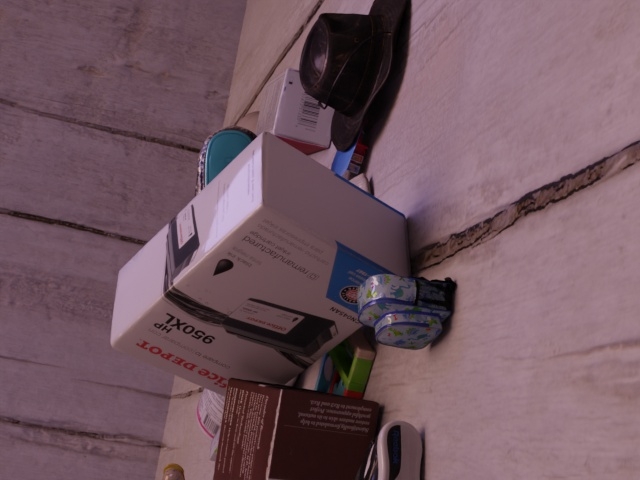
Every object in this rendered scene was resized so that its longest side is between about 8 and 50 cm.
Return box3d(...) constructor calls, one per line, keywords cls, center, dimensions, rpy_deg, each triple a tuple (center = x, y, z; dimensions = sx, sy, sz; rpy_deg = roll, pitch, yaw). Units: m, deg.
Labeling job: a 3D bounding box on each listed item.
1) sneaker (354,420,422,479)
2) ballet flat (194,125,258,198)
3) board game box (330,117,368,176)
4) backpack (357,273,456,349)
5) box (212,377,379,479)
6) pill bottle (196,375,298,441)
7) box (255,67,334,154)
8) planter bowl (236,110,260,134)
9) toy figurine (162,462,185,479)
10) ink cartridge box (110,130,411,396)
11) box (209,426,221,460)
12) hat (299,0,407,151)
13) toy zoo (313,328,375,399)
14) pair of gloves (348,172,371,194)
box3d(cls="sneaker", center=(0.082, 0.353, 1.479), dimensions=(0.121, 0.079, 0.216), rpy_deg=(116, 170, -53))
box3d(cls="ballet flat", center=(-0.168, 0.032, 2.107), dimensions=(0.182, 0.164, 0.482), rpy_deg=(83, -170, -71))
box3d(cls="board game box", center=(0.067, -0.180, 2.119), dimensions=(0.133, 0.033, 0.168), rpy_deg=(-160, 90, -77))
box3d(cls="backpack", center=(0.107, 0.093, 1.515), dimensions=(0.105, 0.114, 0.084), rpy_deg=(127, 153, -58))
box3d(cls="box", center=(-0.041, 0.305, 1.718), dimensions=(0.203, 0.169, 0.167), rpy_deg=(-4, 75, 63))
box3d(cls="pill bottle", center=(-0.132, 0.267, 2.230), dimensions=(0.160, 0.160, 0.283), rpy_deg=(-93, 21, -48))
box3d(cls="box", center=(-0.052, -0.274, 2.485), dimensions=(0.232, 0.127, 0.148), rpy_deg=(180, 102, -77))
box3d(cls="planter bowl", center=(-0.110, -0.221, 2.661), dimensions=(0.109, 0.162, 0.162), rpy_deg=(6, 83, 49))
box3d(cls="toy figurine", center=(-0.292, 0.608, 2.476), dimensions=(0.148, 0.213, 0.209), rpy_deg=(-68, 4, -54))
box3d(cls="ink cartridge box", center=(-0.097, 0.062, 1.760), dimensions=(0.395, 0.286, 0.166), rpy_deg=(-41, 34, 33))
box3d(cls="box", center=(-0.096, 0.334, 1.920), dimensions=(0.186, 0.145, 0.038), rpy_deg=(123, 158, -54))
box3d(cls="hat", center=(0.037, -0.337, 2.106), dimensions=(0.331, 0.134, 0.331), rpy_deg=(-161, 90, -78))
box3d(cls="toy zoo", center=(0.017, 0.283, 1.885), dimensions=(0.192, 0.030, 0.293), rpy_deg=(-125, 49, -72))
box3d(cls="pair of gloves", center=(0.000, 0.000, 1.977), dimensions=(0.204, 0.042, 0.240), rpy_deg=(-26, 42, 26))
